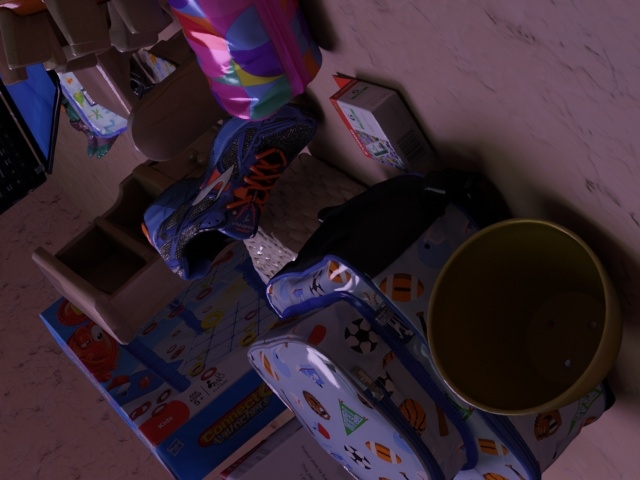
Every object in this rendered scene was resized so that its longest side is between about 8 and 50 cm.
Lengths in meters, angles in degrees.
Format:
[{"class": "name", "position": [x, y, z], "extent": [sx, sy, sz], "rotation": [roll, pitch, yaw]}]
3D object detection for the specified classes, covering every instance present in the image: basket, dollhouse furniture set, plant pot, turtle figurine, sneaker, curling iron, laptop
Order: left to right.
[{"class": "laptop", "position": [-0.374, -0.144, 1.372], "extent": [0.234, 0.264, 0.136], "rotation": [58, -171, 19]}, {"class": "dollhouse furniture set", "position": [-0.245, -0.191, 1.083], "extent": [0.259, 0.262, 0.135], "rotation": [-28, -78, -60]}, {"class": "turtle figurine", "position": [-0.449, -0.231, 2.341], "extent": [0.234, 0.118, 0.175], "rotation": [38, -172, -20]}, {"class": "dollhouse furniture set", "position": [-0.245, -0.132, 1.462], "extent": [0.362, 0.256, 0.394], "rotation": [28, 156, 52]}, {"class": "curling iron", "position": [-0.244, -0.255, 1.696], "extent": [0.068, 0.035, 0.274], "rotation": [22, 152, 23]}, {"class": "sneaker", "position": [-0.075, -0.044, 1.317], "extent": [0.083, 0.221, 0.087], "rotation": [14, -140, -43]}, {"class": "basket", "position": [0.000, 0.000, 1.361], "extent": [0.167, 0.113, 0.103], "rotation": [34, 158, 54]}, {"class": "plant pot", "position": [0.155, 0.061, 0.971], "extent": [0.134, 0.134, 0.095], "rotation": [42, -169, 36]}]

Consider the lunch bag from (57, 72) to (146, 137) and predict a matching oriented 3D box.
[{"class": "lunch bag", "position": [-0.291, -0.208, 1.872], "extent": [0.128, 0.096, 0.151], "rotation": [56, 161, -19]}]

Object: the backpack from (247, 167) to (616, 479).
[{"class": "backpack", "position": [0.088, 0.094, 1.128], "extent": [0.263, 0.213, 0.276], "rotation": [41, 167, -8]}]

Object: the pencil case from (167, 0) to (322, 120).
[{"class": "pencil case", "position": [-0.071, -0.195, 1.062], "extent": [0.104, 0.104, 0.236], "rotation": [43, 167, 35]}]

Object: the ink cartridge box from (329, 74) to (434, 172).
[{"class": "ink cartridge box", "position": [0.039, -0.094, 1.120], "extent": [0.063, 0.029, 0.115], "rotation": [56, 167, -26]}]

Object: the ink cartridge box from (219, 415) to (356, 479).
[{"class": "ink cartridge box", "position": [0.042, 0.206, 1.452], "extent": [0.114, 0.273, 0.197], "rotation": [54, 168, 1]}]

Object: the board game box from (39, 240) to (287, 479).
[{"class": "board game box", "position": [-0.122, 0.086, 1.608], "extent": [0.302, 0.308, 0.086], "rotation": [37, 161, 46]}]
